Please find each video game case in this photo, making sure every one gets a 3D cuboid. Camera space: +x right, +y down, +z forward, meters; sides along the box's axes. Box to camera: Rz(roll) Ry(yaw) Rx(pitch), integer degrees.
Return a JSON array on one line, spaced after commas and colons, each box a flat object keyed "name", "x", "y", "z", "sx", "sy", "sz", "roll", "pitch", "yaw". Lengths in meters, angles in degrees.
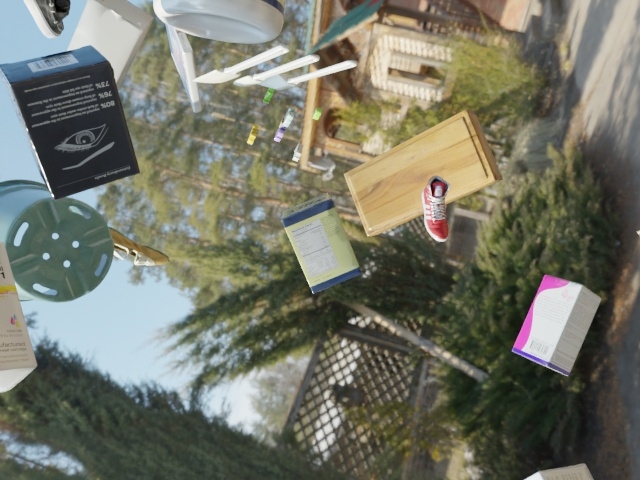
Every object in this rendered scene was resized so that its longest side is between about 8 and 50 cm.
[{"name": "video game case", "x": -0.310, "y": -0.416, "z": 1.270, "sx": 0.201, "sy": 0.023, "sz": 0.184, "roll": 103, "pitch": 145, "yaw": -65}]

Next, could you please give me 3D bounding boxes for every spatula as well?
[{"name": "spatula", "x": -0.067, "y": -0.259, "z": 0.871, "sx": 0.168, "sy": 0.242, "sz": 0.019, "roll": -1, "pitch": -88, "yaw": -38}]

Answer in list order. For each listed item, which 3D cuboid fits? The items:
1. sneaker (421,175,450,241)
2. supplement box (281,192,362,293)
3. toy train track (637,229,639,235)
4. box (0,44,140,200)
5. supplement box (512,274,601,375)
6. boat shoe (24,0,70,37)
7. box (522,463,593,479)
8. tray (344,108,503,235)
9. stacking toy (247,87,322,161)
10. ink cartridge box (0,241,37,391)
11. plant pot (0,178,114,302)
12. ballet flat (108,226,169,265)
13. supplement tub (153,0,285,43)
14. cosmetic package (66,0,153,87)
[{"name": "sneaker", "x": 0.214, "y": -0.062, "z": 1.037, "sx": 0.067, "sy": 0.042, "sz": 0.119, "roll": 102, "pitch": 162, "yaw": -59}, {"name": "supplement box", "x": 0.000, "y": 0.000, "z": 0.615, "sx": 0.083, "sy": 0.056, "sz": 0.083, "roll": -107, "pitch": -5, "yaw": -80}, {"name": "toy train track", "x": 0.678, "y": 0.004, "z": 1.183, "sx": 0.048, "sy": 0.014, "sz": 0.083, "roll": -35, "pitch": 33, "yaw": 23}, {"name": "box", "x": -0.409, "y": -0.194, "z": 0.945, "sx": 0.153, "sy": 0.108, "sz": 0.207, "roll": -23, "pitch": -49, "yaw": -26}, {"name": "supplement box", "x": 0.605, "y": 0.215, "z": 1.466, "sx": 0.111, "sy": 0.114, "sz": 0.220, "roll": 21, "pitch": 86, "yaw": 56}, {"name": "boat shoe", "x": -0.564, "y": -0.497, "z": 1.198, "sx": 0.228, "sy": 0.076, "sz": 0.080, "roll": 132, "pitch": 126, "yaw": -77}, {"name": "box", "x": 0.416, "y": 0.520, "z": 1.014, "sx": 0.182, "sy": 0.119, "sz": 0.181, "roll": 118, "pitch": 146, "yaw": -44}, {"name": "tray", "x": 0.274, "y": -0.179, "z": 1.607, "sx": 0.076, "sy": 0.410, "sz": 0.203, "roll": -12, "pitch": -101, "yaw": -54}, {"name": "stacking toy", "x": -0.107, "y": -0.338, "z": 1.683, "sx": 0.221, "sy": 0.166, "sz": 0.052, "roll": 126, "pitch": 159, "yaw": -50}, {"name": "ink cartridge box", "x": -0.665, "y": 0.135, "z": 1.033, "sx": 0.117, "sy": 0.278, "sz": 0.201, "roll": -37, "pitch": -23, "yaw": 25}, {"name": "plant pot", "x": -0.717, "y": 0.013, "z": 1.466, "sx": 0.341, "sy": 0.334, "sz": 0.341, "roll": -5, "pitch": -83, "yaw": -41}, {"name": "ballet flat", "x": -0.598, "y": 0.039, "z": 1.824, "sx": 0.080, "sy": 0.232, "sz": 0.073, "roll": -28, "pitch": 39, "yaw": 52}, {"name": "supplement tub", "x": -0.167, "y": -0.546, "z": 1.029, "sx": 0.235, "sy": 0.235, "sz": 0.325, "roll": -24, "pitch": -58, "yaw": -79}, {"name": "cosmetic package", "x": -0.487, "y": -0.427, "z": 1.285, "sx": 0.238, "sy": 0.127, "sz": 0.107, "roll": -48, "pitch": 21, "yaw": 28}]
